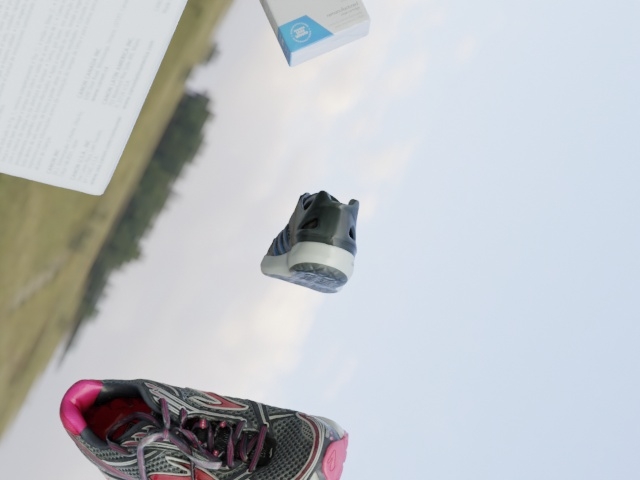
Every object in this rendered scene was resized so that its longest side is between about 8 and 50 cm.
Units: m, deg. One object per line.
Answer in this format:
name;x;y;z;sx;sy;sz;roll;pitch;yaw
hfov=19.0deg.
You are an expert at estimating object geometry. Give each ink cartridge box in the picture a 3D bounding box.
ink cartridge box;-0.025;-0.307;2.233;0.104;0.180;0.060;-24;170;-5
ink cartridge box;-0.313;-0.211;1.569;0.091;0.385;0.308;-92;-156;-45

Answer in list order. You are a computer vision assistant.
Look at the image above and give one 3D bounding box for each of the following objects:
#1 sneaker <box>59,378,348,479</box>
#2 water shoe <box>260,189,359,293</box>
sneaker;-0.109;0.188;1.712;0.299;0.112;0.121;1;-122;35
water shoe;0.000;0.000;1.686;0.203;0.073;0.080;167;-61;-77
